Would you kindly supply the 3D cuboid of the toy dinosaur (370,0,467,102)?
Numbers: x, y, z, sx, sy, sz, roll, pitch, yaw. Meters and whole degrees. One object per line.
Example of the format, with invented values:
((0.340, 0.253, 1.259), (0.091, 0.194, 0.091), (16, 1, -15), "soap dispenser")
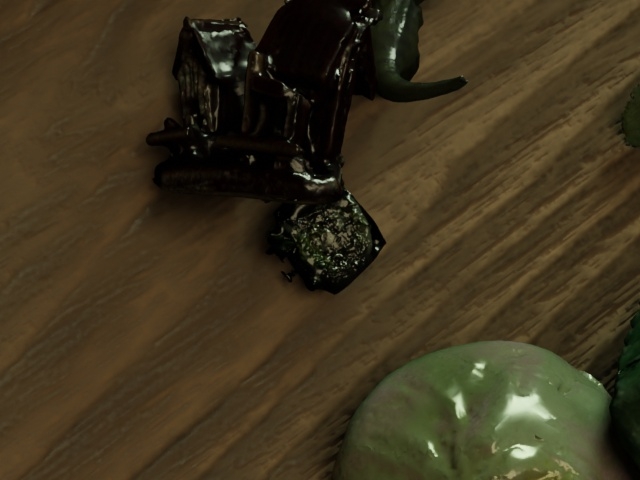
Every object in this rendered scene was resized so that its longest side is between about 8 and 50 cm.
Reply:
((0.077, -0.193, 1.210), (0.087, 0.179, 0.187), (26, 71, -13), "toy dinosaur")

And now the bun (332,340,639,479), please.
((0.161, 0.216, 1.162), (0.293, 0.187, 0.293), (4, 77, -19), "bun")

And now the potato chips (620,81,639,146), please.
((0.391, -0.149, 1.372), (0.228, 0.059, 0.167), (-43, 105, -20), "potato chips")

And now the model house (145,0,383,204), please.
((-0.050, -0.119, 1.148), (0.141, 0.203, 0.164), (-16, 108, -57), "model house")

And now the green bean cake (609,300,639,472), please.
((0.388, 0.171, 1.189), (0.308, 0.169, 0.300), (53, 26, -1), "green bean cake")

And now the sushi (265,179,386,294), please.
((0.000, 0.000, 1.218), (0.083, 0.056, 0.084), (48, 69, -13), "sushi")
